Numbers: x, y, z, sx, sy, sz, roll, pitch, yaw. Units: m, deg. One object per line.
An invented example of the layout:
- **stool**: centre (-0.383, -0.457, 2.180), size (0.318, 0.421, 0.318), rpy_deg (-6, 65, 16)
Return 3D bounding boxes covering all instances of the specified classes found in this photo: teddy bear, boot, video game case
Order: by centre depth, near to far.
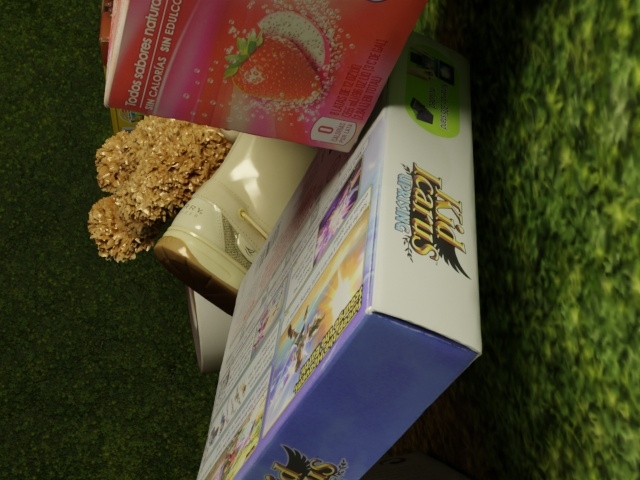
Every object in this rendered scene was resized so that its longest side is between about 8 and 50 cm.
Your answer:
- **video game case**: centre (0.003, 0.042, 0.538), size (0.244, 0.061, 0.269), rpy_deg (-80, 17, -47)
- **boot**: centre (0.000, 0.000, 0.801), size (0.095, 0.262, 0.203), rpy_deg (-5, 52, 57)
- **teddy bear**: centre (-0.143, -0.097, 0.940), size (0.338, 0.113, 0.245), rpy_deg (-4, 60, 42)

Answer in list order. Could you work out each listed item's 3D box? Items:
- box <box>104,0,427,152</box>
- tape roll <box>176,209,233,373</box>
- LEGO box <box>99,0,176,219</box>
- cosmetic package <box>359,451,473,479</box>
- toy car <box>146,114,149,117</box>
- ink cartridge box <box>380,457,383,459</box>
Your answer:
- **box**: centre (-0.006, -0.207, 0.414), size (0.300, 0.142, 0.154), rpy_deg (118, 154, -45)
- **tape roll**: centre (-0.085, 0.035, 1.099), size (0.246, 0.169, 0.246), rpy_deg (173, 90, -79)
- **LEGO box**: centre (-0.272, -0.324, 1.601), size (0.500, 0.193, 0.372), rpy_deg (101, 167, -58)
- **cosmetic package**: centre (0.072, 0.286, 0.517), size (0.453, 0.162, 0.230), rpy_deg (159, 103, -78)
- **toy car**: centre (-0.122, -0.182, 1.148), size (0.149, 0.188, 0.155), rpy_deg (44, 156, 12)
- **ink cartridge box**: centre (0.065, 0.340, 0.858), size (0.171, 0.056, 0.235), rpy_deg (161, 103, -78)
